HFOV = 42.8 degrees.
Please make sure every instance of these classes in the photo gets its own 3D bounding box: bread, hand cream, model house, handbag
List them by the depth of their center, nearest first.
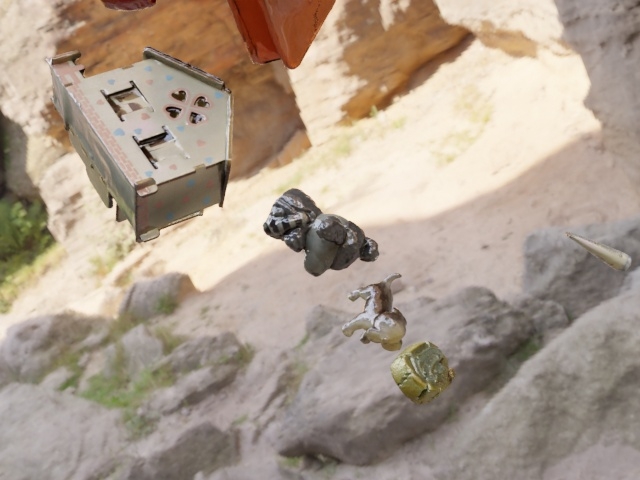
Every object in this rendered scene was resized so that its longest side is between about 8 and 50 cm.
[{"bbox_3d":[-0.260,-0.174,1.319,0.244,0.326,0.169,-27,-25,-26],"label":"model house"},{"bbox_3d":[0.574,0.020,1.694,0.039,0.143,0.061,-64,-4,15],"label":"hand cream"},{"bbox_3d":[0.217,0.270,1.705,0.064,0.117,0.156,-44,-8,35],"label":"bread"},{"bbox_3d":[-0.103,-0.621,1.861,0.116,0.410,0.303,14,60,24],"label":"handbag"}]

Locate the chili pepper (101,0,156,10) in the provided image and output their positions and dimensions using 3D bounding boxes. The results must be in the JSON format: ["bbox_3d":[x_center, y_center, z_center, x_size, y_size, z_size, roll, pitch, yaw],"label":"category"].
[{"bbox_3d":[-0.434,-0.551,1.836,0.123,0.070,0.073,1,25,20],"label":"chili pepper"}]

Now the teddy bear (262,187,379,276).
[{"bbox_3d":[-0.014,-0.010,1.733,0.251,0.171,0.144,31,85,26],"label":"teddy bear"}]

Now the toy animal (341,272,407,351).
[{"bbox_3d":[0.155,0.207,2.199,0.169,0.121,0.233,-36,32,30],"label":"toy animal"}]
